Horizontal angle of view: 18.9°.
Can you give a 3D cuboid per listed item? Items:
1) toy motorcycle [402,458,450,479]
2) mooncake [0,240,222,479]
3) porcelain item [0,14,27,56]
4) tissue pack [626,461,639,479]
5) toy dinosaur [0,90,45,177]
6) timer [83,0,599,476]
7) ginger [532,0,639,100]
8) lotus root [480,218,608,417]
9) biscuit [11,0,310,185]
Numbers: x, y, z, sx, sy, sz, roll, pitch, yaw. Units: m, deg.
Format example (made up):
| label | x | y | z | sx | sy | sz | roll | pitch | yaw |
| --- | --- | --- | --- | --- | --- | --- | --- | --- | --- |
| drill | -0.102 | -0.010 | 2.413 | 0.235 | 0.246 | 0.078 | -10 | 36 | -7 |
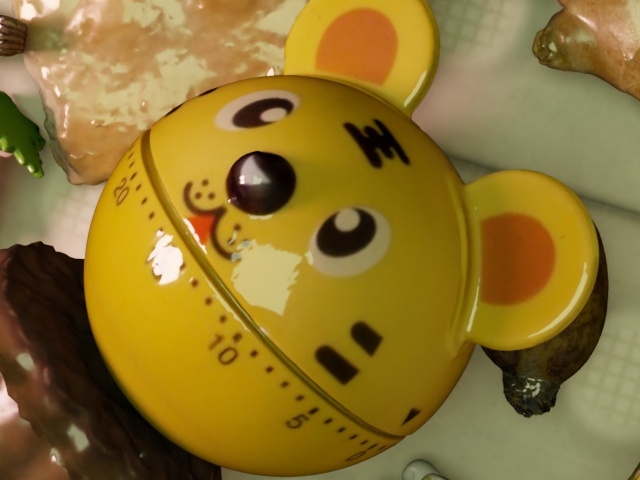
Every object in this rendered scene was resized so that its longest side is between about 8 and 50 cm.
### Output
| label | x | y | z | sx | sy | sz | roll | pitch | yaw |
| --- | --- | --- | --- | --- | --- | --- | --- | --- | --- |
| toy motorcycle | 0.096 | 0.268 | 1.697 | 0.229 | 0.074 | 0.151 | -1 | 67 | 33 |
| mooncake | -0.234 | 0.157 | 1.651 | 0.187 | 0.324 | 0.324 | -40 | 82 | 16 |
| porcelain item | -0.345 | -0.190 | 1.771 | 0.213 | 0.054 | 0.084 | 6 | 91 | 40 |
| tissue pack | 0.363 | 0.210 | 1.562 | 0.200 | 0.167 | 0.274 | 35 | 63 | 9 |
| toy dinosaur | -0.349 | -0.058 | 1.793 | 0.177 | 0.152 | 0.194 | -41 | 121 | 10 |
| timer | 0.000 | 0.000 | 1.594 | 0.387 | 0.376 | 0.376 | -40 | 82 | 15 |
| ginger | 0.216 | -0.271 | 1.650 | 0.236 | 0.166 | 0.375 | -9 | 79 | -13 |
| lotus root | 0.192 | 0.051 | 1.679 | 0.120 | 0.120 | 0.209 | 5 | 91 | 11 |
| biscuit | -0.120 | -0.283 | 1.749 | 0.446 | 0.104 | 0.429 | -9 | 88 | 11 |
